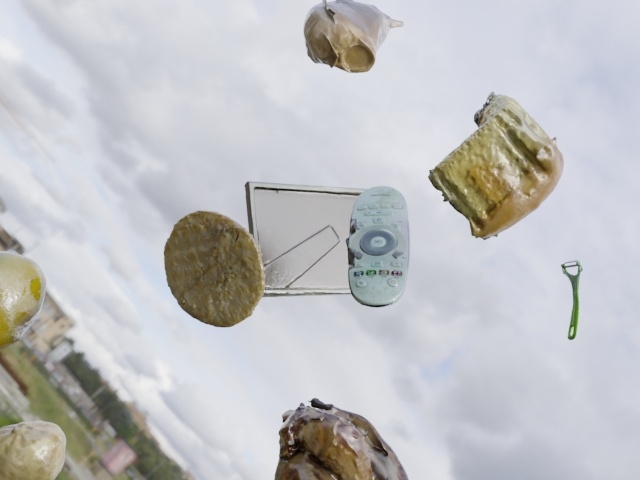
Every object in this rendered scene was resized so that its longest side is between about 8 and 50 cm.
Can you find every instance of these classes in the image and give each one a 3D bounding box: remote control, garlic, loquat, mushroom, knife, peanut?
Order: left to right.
[{"bbox_3d":[-0.527,0.103,1.407,0.152,0.195,0.152,13,-30,8],"label":"loquat"},{"bbox_3d":[-0.528,0.393,1.494,0.137,0.122,0.253,42,-59,2],"label":"peanut"},{"bbox_3d":[0.025,0.400,1.482,0.195,0.263,0.283,-24,-81,37],"label":"mushroom"},{"bbox_3d":[0.025,-0.204,0.874,0.084,0.152,0.066,34,-60,-3],"label":"garlic"},{"bbox_3d":[0.087,0.007,1.318,0.097,0.256,0.045,0,-48,9],"label":"remote control"},{"bbox_3d":[0.531,0.125,1.831,0.078,0.022,0.166,145,-54,-77],"label":"knife"}]

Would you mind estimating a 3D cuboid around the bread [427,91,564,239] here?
[{"bbox_3d":[0.302,-0.134,1.359,0.174,0.251,0.133,48,-34,-6],"label":"bread"}]

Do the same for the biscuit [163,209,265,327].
[{"bbox_3d":[-0.190,0.050,1.537,0.219,0.033,0.220,7,-76,29],"label":"biscuit"}]

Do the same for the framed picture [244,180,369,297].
[{"bbox_3d":[0.000,0.000,1.772,0.024,0.314,0.232,-25,-113,56],"label":"framed picture"}]
